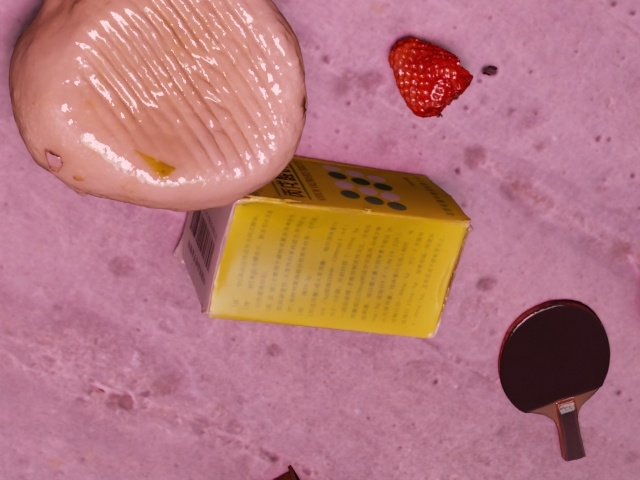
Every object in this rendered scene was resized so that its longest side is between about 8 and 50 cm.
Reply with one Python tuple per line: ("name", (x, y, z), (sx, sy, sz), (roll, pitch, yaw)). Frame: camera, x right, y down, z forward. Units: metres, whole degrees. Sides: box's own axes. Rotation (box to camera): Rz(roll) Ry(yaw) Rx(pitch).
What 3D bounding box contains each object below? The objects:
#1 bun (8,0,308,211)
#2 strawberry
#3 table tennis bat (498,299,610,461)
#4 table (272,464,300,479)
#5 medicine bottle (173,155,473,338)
("bun", (-0.147, -0.144, 1.328), (0.259, 0.160, 0.259), (-1, 93, -16))
("strawberry", (0.102, -0.159, 1.446), (0.073, 0.073, 0.083), (-39, 106, 8))
("table tennis bat", (0.270, 0.162, 1.699), (0.130, 0.019, 0.220), (-18, 120, -4))
("table", (-0.044, 0.316, 1.667), (0.082, 0.070, 0.083), (-28, 123, 1))
("medicine bottle", (0.000, 0.000, 1.463), (0.250, 0.137, 0.141), (6, 116, -20))
